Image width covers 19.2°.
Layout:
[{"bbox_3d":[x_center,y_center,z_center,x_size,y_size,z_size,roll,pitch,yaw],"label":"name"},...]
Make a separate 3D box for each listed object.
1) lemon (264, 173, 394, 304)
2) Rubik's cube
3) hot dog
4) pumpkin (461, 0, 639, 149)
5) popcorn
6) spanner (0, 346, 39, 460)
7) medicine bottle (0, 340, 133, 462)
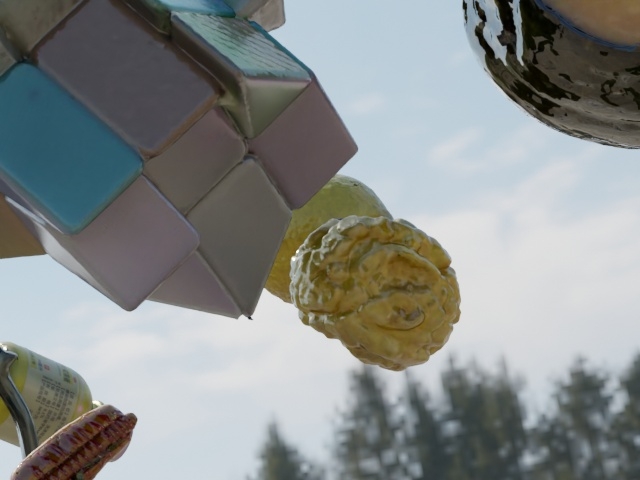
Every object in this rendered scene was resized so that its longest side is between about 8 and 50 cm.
[{"bbox_3d":[-0.003,0.001,2.425,0.193,0.180,0.180,-25,-13,-8],"label":"lemon"},{"bbox_3d":[-0.180,-0.114,1.677,0.387,0.358,0.368,27,-21,47],"label":"Rubik's cube"},{"bbox_3d":[-0.243,0.215,1.881,0.144,0.062,0.038,-37,3,-19],"label":"hot dog"},{"bbox_3d":[0.275,-0.213,1.667,0.256,0.303,0.225,-50,-20,-15],"label":"pumpkin"},{"bbox_3d":[0.050,0.048,1.865,0.180,0.170,0.180,-2,-40,-2],"label":"popcorn"},{"bbox_3d":[-0.405,0.184,2.302,0.096,0.324,0.040,-16,-1,-18],"label":"spanner"},{"bbox_3d":[-0.347,0.222,2.461,0.212,0.121,0.122,28,-34,-32],"label":"medicine bottle"}]
